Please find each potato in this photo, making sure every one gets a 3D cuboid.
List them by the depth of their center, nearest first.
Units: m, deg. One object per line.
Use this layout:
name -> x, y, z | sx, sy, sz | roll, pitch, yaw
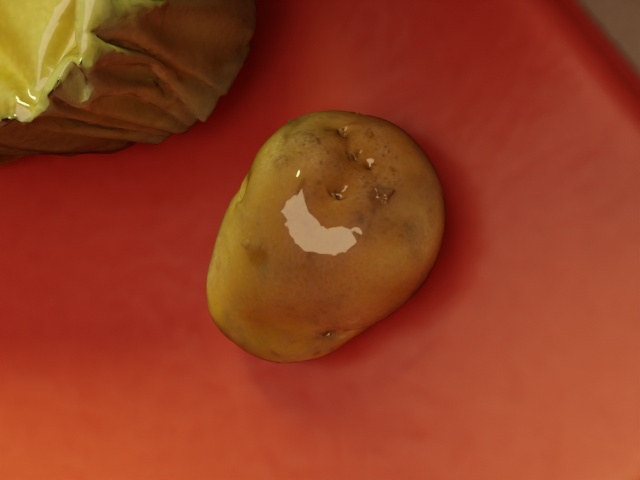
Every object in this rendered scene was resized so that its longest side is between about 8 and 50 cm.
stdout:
potato -> 0.000, 0.000, 0.535 | 0.068, 0.062, 0.083 | 51, 124, 32

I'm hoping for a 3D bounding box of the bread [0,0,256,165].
bread -> -0.114, -0.128, 0.557 | 0.192, 0.110, 0.210 | -3, 83, 25
